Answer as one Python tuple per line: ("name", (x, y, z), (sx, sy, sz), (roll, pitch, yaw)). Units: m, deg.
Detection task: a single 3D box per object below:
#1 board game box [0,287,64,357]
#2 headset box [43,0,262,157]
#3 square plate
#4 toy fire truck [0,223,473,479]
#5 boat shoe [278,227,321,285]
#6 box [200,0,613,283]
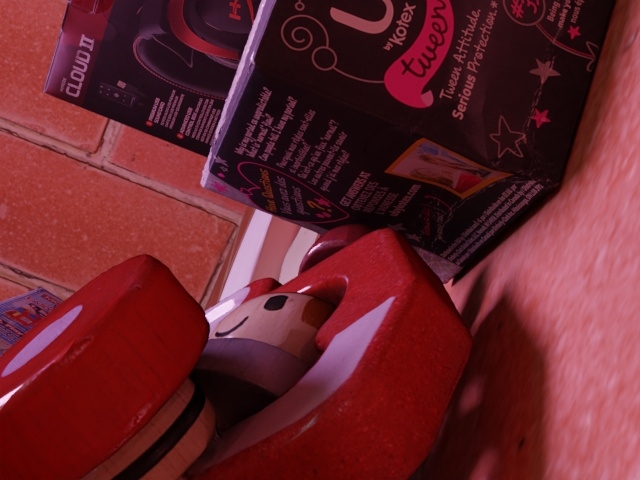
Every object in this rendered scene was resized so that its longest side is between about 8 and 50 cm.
("board game box", (-0.198, 0.111, 0.842), (0.194, 0.060, 0.194), (-61, -7, 24))
("headset box", (-0.050, -0.166, 1.033), (0.110, 0.293, 0.218), (-74, 7, -46))
("square plate", (-0.067, 0.021, 1.747), (0.347, 0.049, 0.344), (127, 163, -70))
("toy fire truck", (-0.063, 0.087, 0.622), (0.302, 0.169, 0.254), (-33, 14, 31))
("boat shoe", (0.001, 0.000, 1.231), (0.049, 0.042, 0.133), (-21, 44, 54))
("box", (0.052, -0.131, 0.702), (0.163, 0.142, 0.247), (127, 164, -69))
